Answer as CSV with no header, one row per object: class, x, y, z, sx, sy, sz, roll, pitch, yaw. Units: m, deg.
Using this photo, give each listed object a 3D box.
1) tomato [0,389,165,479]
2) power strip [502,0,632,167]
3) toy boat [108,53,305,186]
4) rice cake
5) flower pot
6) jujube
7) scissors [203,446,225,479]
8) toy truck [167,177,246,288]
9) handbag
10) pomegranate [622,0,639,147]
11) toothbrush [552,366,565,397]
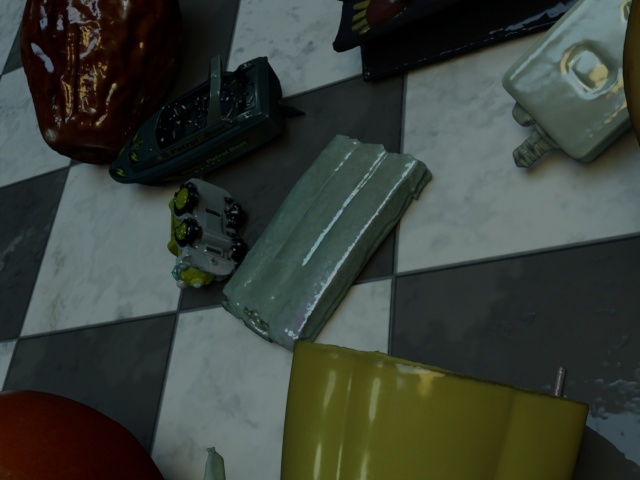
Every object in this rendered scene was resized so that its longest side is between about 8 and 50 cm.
tomato,-0.227,0.257,0.584,0.298,0.226,0.299,-165,90,-80
power strip,0.267,-0.180,0.585,0.338,0.058,0.098,-45,73,22
toy boat,-0.147,-0.123,0.866,0.246,0.103,0.093,-22,53,26
rice cake,0.000,0.000,0.728,0.124,0.038,0.211,25,79,41
flower pot,0.058,0.169,0.496,0.195,0.195,0.179,7,80,37
jujube,-0.268,-0.244,0.970,0.197,0.197,0.290,0,78,35
scissors,-0.050,0.313,0.463,0.256,0.029,0.383,16,101,39
toy truck,-0.127,-0.001,0.799,0.077,0.076,0.111,-33,49,37
handbag,0.153,-0.337,0.779,0.329,0.122,0.303,-12,57,30
pomegranate,0.334,-0.129,0.347,0.411,0.411,0.411,-17,54,25
toothbrush,0.163,0.135,0.552,0.006,0.008,0.097,9,66,23
